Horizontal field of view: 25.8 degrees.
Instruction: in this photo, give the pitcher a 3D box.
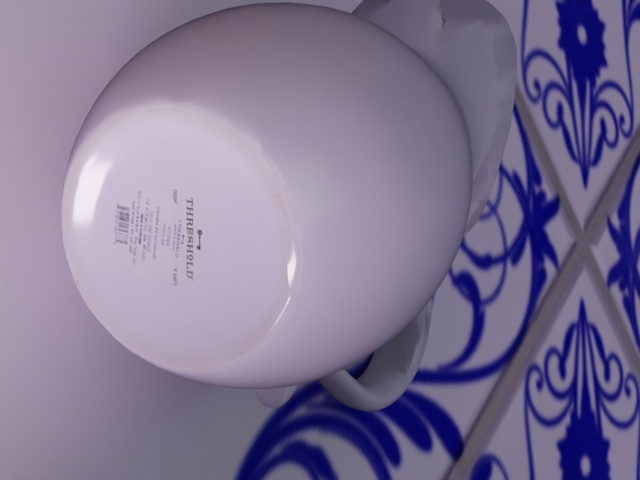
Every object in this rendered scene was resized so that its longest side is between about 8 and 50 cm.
[{"bbox_3d":[0.000,0.000,0.509,0.207,0.125,0.177,-30,123,-61],"label":"pitcher"}]
